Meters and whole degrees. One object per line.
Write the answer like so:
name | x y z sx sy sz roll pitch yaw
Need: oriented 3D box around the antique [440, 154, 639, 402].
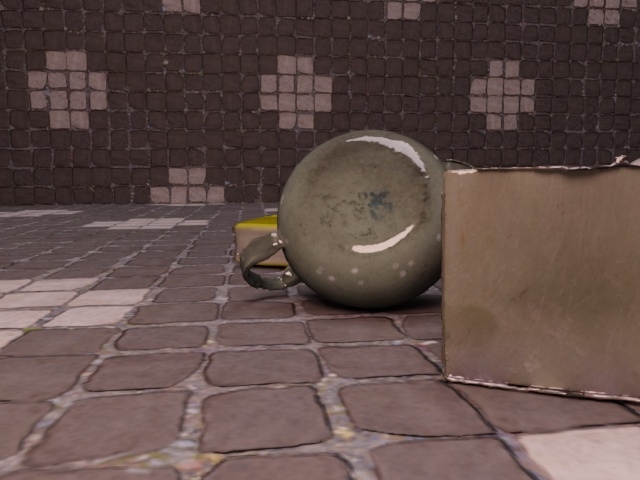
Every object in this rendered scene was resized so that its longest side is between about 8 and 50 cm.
antique | 0.171 0.018 0.397 0.151 0.147 0.148 1 5 20

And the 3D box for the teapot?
teapot | 0.052 -0.019 0.588 0.294 0.193 0.129 -24 -29 2

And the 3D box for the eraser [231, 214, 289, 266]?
eraser | 0.000 0.000 0.853 0.225 0.069 0.158 2 6 18

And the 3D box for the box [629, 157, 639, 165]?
box | 0.726 -0.078 1.037 0.288 0.141 0.349 22 20 35
